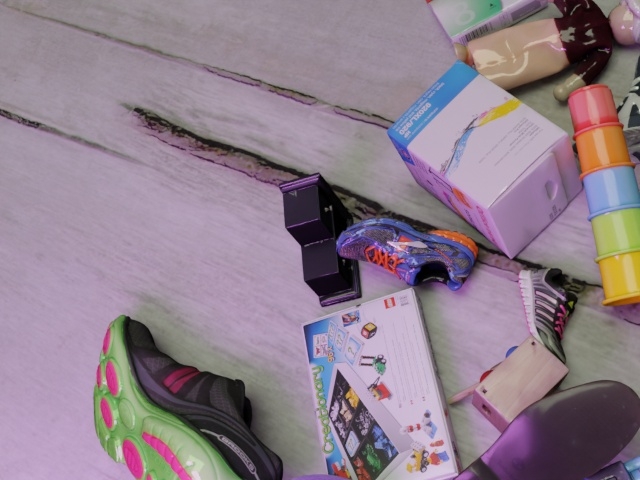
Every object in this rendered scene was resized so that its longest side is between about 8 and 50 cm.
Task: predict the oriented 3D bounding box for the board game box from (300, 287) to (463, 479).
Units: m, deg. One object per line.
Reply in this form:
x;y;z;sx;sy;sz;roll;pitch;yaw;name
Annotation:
0.086;0.237;1.469;0.193;0.053;0.305;-19;57;13;board game box

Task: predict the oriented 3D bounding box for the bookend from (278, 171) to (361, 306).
0.000;0.000;1.575;0.072;0.157;0.156;-15;57;17;bookend

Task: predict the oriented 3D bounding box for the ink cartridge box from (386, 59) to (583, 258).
0.257;-0.125;1.520;0.168;0.171;0.233;-44;54;-4;ink cartridge box

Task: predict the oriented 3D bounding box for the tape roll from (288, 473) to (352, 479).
-0.005;0.450;1.271;0.275;0.090;0.274;11;60;-19;tape roll

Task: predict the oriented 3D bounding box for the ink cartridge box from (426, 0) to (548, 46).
0.279;-0.464;1.771;0.181;0.056;0.224;-28;57;7;ink cartridge box

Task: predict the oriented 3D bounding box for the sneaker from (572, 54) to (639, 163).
0.492;-0.213;1.517;0.235;0.094;0.153;-25;48;18;sneaker

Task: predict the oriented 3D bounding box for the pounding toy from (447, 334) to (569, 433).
0.259;0.205;1.372;0.130;0.141;0.100;-42;72;-9;pounding toy

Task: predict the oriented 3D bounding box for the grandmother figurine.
0.399;-0.332;1.623;0.343;0.104;0.207;-14;86;13;grandmother figurine

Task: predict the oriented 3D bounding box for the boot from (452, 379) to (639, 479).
0.286;0.275;1.285;0.305;0.115;0.112;-39;78;19;boot

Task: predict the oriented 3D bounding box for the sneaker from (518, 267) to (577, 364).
0.338;0.105;1.419;0.075;0.063;0.170;-20;48;17;sneaker

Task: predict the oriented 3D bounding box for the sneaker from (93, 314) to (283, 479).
-0.220;0.277;1.531;0.483;0.202;0.185;41;121;48;sneaker

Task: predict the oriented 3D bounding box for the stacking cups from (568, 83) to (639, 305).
0.424;-0.067;1.410;0.096;0.096;0.316;-12;75;18;stacking cups

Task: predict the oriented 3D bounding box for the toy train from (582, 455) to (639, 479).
0.421;0.312;1.247;0.184;0.105;0.080;-26;56;9;toy train

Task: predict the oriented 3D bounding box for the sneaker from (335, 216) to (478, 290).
0.131;0.024;1.512;0.221;0.083;0.087;7;54;7;sneaker
